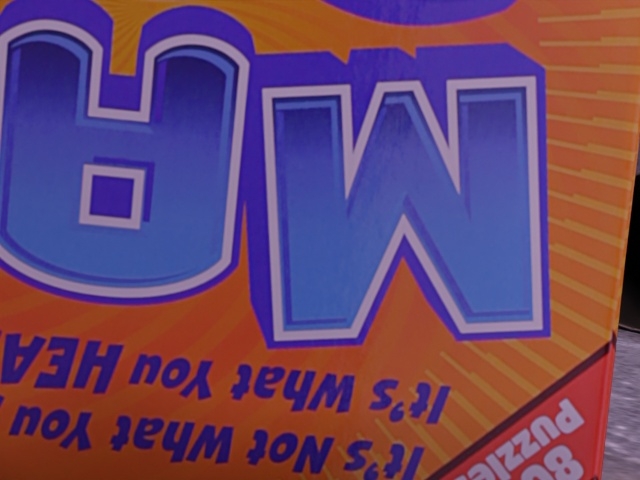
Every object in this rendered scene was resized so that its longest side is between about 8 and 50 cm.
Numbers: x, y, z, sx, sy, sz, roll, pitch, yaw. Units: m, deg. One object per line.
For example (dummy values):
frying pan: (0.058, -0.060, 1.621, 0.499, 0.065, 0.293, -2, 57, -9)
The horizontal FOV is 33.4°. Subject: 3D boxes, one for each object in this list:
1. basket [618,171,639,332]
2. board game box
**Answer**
basket: (0.398, 0.021, 1.060, 0.226, 0.154, 0.204, 7, -6, -37)
board game box: (-0.057, -0.094, 0.545, 0.356, 0.357, 0.356, 5, 4, 0)
